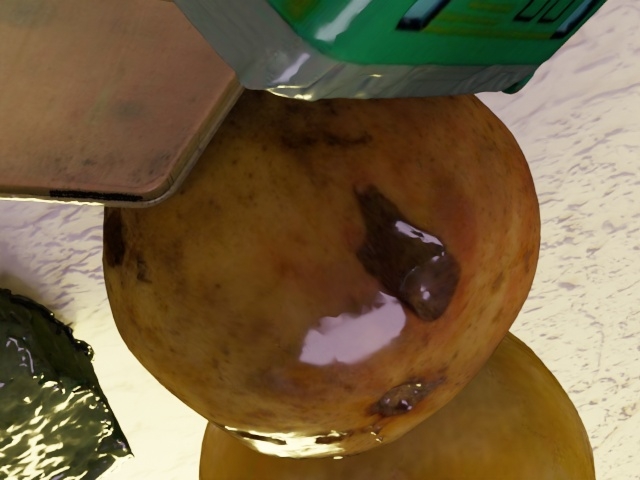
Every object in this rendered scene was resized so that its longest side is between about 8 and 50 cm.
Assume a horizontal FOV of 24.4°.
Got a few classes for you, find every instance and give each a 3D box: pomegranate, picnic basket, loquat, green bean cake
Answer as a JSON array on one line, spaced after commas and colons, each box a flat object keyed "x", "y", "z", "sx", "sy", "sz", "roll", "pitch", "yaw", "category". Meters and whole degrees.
[{"x": 0.000, "y": 0.000, "z": 0.940, "sx": 0.281, "sy": 0.281, "sz": 0.281, "roll": -19, "pitch": 148, "yaw": -12, "category": "pomegranate"}, {"x": -0.165, "y": -0.123, "z": 0.747, "sx": 0.266, "sy": 0.139, "sz": 0.165, "roll": 2, "pitch": 138, "yaw": -38, "category": "picnic basket"}, {"x": 0.064, "y": 0.173, "z": 1.197, "sx": 0.328, "sy": 0.328, "sz": 0.359, "roll": -8, "pitch": 119, "yaw": -28, "category": "loquat"}, {"x": -0.284, "y": 0.133, "z": 1.045, "sx": 0.255, "sy": 0.132, "sz": 0.241, "roll": -31, "pitch": 149, "yaw": 4, "category": "green bean cake"}]

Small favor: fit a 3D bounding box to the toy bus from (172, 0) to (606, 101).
[{"x": 0.050, "y": -0.186, "z": 0.698, "sx": 0.199, "sy": 0.183, "sz": 0.343, "roll": -45, "pitch": 168, "yaw": 22, "category": "toy bus"}]
